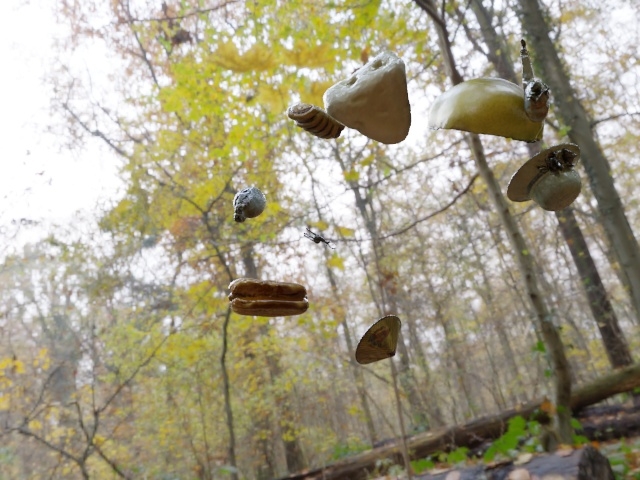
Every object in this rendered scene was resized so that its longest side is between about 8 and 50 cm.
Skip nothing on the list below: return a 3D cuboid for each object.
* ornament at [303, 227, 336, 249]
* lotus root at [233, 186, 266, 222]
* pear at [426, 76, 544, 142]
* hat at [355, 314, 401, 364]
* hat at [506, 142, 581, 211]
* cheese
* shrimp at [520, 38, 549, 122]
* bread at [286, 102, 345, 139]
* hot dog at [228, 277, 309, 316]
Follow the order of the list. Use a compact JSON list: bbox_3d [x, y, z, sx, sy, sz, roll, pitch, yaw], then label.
[{"bbox_3d":[0.000,0.000,2.043,0.125,0.028,0.073,27,-14,8],"label":"ornament"},{"bbox_3d":[-0.201,-0.102,1.672,0.088,0.088,0.165,-21,15,20],"label":"lotus root"},{"bbox_3d":[0.562,-0.447,2.008,0.386,0.192,0.340,14,16,27],"label":"pear"},{"bbox_3d":[0.206,0.335,1.877,0.193,0.082,0.193,-25,-46,-29],"label":"hat"},{"bbox_3d":[0.714,-0.164,1.821,0.257,0.130,0.257,-19,-34,-13],"label":"hat"},{"bbox_3d":[0.150,-0.384,1.741,0.251,0.174,0.248,-25,-56,4],"label":"cheese"},{"bbox_3d":[0.637,-0.451,1.779,0.068,0.287,0.185,-5,-42,18],"label":"shrimp"},{"bbox_3d":[-0.013,-0.426,2.166,0.134,0.081,0.225,7,-12,46],"label":"bread"},{"bbox_3d":[-0.173,0.205,2.079,0.337,0.135,0.100,6,-33,-40],"label":"hot dog"}]
